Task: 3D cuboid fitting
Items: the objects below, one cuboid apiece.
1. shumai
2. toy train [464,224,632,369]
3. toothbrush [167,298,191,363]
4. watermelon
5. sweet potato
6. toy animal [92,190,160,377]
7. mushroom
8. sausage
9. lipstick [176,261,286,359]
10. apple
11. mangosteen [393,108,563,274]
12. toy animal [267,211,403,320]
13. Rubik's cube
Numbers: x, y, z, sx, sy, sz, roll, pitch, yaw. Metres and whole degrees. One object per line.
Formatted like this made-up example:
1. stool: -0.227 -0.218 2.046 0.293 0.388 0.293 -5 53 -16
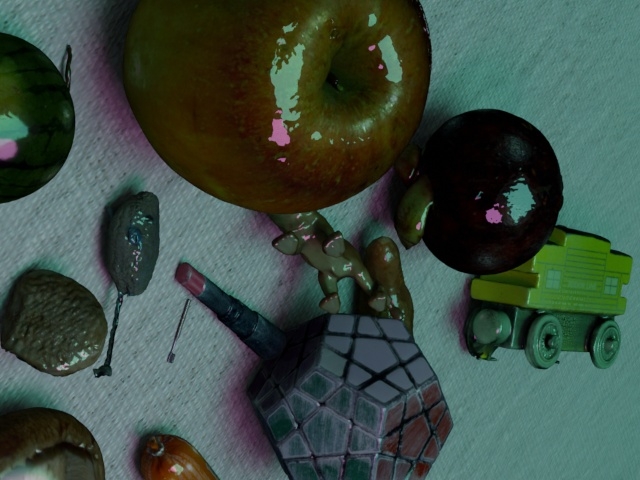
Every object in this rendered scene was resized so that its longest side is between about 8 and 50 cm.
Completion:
1. shumai: -0.340 0.123 1.651 0.145 0.145 0.116 -43 169 -29
2. toy train: 0.441 0.106 2.459 0.442 0.179 0.272 8 90 -49
3. toothbrush: -0.203 0.131 1.871 0.006 0.008 0.097 17 91 -63
4. watermelon: -0.361 -0.137 1.510 0.232 0.127 0.204 1 100 -54
5. sweet potato: 0.113 0.143 2.164 0.106 0.095 0.355 -14 123 6
6. toy animal: -0.263 0.057 1.722 0.079 0.070 0.253 17 85 -50
7. mushroom: -0.374 0.341 1.630 0.267 0.254 0.267 16 66 -41
8. sausage: -0.184 0.384 1.923 0.093 0.093 0.312 -49 134 -24
9. lipstick: -0.132 0.100 1.907 0.053 0.053 0.234 -58 136 -15
10. apple: -0.060 -0.215 1.654 0.384 0.374 0.374 -10 111 -40
11. mangosteen: 0.255 -0.079 2.122 0.288 0.288 0.288 -20 118 -42
12. toy animal: 0.000 0.000 1.935 0.097 0.158 0.312 -31 130 12
13. Rubik's cube: 0.045 0.261 1.998 0.264 0.319 0.319 -27 127 -8
